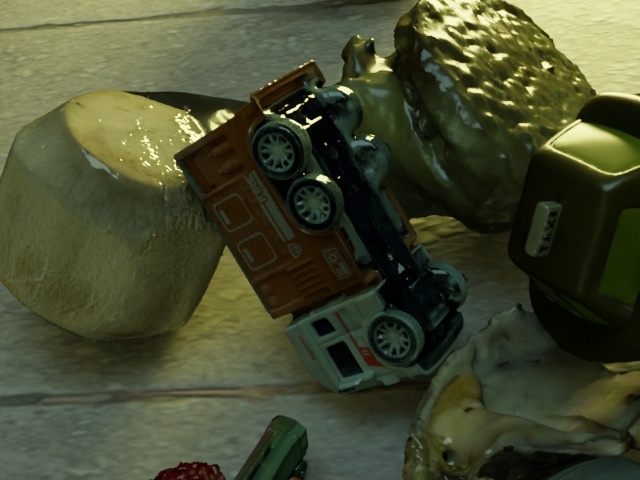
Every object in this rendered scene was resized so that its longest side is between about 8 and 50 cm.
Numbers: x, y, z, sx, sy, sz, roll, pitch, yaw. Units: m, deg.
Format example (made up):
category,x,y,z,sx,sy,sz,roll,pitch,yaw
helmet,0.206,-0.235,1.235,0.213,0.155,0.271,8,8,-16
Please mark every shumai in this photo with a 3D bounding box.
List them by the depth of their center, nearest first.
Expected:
category,x,y,z,sx,sy,sz,roll,pitch,yaw
shumai,0.131,-0.094,1.416,0.292,0.288,0.330,49,34,13

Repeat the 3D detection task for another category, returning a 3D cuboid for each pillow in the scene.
category,x,y,z,sx,sy,sz,roll,pitch,yaw
pillow,-0.195,-0.113,1.539,0.250,0.106,0.186,2,39,11

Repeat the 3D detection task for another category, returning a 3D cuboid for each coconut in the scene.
category,x,y,z,sx,sy,sz,roll,pitch,yaw
coconut,-0.214,-0.012,1.359,0.245,0.247,0.245,17,34,-12

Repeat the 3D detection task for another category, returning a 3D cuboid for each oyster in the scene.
category,x,y,z,sx,sy,sz,roll,pitch,yaw
oyster,0.188,0.163,1.185,0.271,0.100,0.275,-13,25,-2

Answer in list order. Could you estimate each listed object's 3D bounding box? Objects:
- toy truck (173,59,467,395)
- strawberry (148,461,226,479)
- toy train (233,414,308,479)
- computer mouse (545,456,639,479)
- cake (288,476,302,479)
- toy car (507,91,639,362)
category,x,y,z,sx,sy,sz,roll,pitch,yaw
toy truck,0.000,0.000,1.253,0.162,0.305,0.136,-27,8,35
strawberry,-0.161,0.258,1.125,0.188,0.082,0.121,-52,39,10
toy train,-0.057,0.231,1.185,0.038,0.071,0.148,15,50,25
computer mouse,0.164,0.318,0.963,0.122,0.188,0.371,16,50,-2
cake,0.012,0.309,1.030,0.262,0.159,0.158,21,49,27
toy car,0.254,-0.009,1.148,0.198,0.248,0.204,-6,27,-36
